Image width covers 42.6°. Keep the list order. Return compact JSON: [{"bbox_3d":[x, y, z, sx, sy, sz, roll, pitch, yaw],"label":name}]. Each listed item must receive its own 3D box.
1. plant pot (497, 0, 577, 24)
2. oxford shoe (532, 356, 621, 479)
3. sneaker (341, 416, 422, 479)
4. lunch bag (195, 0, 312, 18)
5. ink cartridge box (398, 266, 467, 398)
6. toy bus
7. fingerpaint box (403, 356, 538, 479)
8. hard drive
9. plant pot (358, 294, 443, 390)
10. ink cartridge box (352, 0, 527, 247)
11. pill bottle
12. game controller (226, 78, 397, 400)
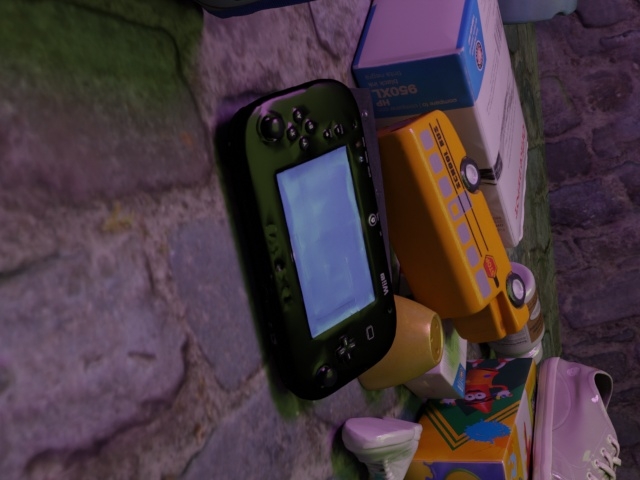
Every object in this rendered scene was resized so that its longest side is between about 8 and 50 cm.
[{"bbox_3d":[0.374,-0.610,1.595,0.341,0.341,0.334,-53,142,-57],"label":"plant pot"},{"bbox_3d":[0.410,0.366,1.305,0.449,0.130,0.169,-69,149,-46],"label":"oxford shoe"},{"bbox_3d":[0.081,0.274,1.036,0.212,0.080,0.094,29,71,-65],"label":"sneaker"},{"bbox_3d":[0.004,-0.306,0.549,0.328,0.385,0.239,4,82,-68],"label":"lunch bag"},{"bbox_3d":[0.176,0.116,1.272,0.134,0.078,0.231,48,44,-54],"label":"ink cartridge box"},{"bbox_3d":[0.171,-0.007,1.132,0.130,0.108,0.333,-35,106,-47],"label":"toy bus"},{"bbox_3d":[0.271,0.466,1.328,0.371,0.163,0.445,-38,120,-64],"label":"fingerpaint box"},{"bbox_3d":[0.031,-0.054,0.990,0.172,0.054,0.255,-24,108,-66],"label":"hard drive"},{"bbox_3d":[0.109,0.132,1.090,0.134,0.095,0.134,-4,90,-67],"label":"plant pot"},{"bbox_3d":[0.209,-0.212,1.296,0.395,0.166,0.286,63,33,-41],"label":"ink cartridge box"},{"bbox_3d":[0.403,0.167,1.735,0.131,0.131,0.229,-70,148,-44],"label":"pill bottle"},{"bbox_3d":[0.000,0.000,0.845,0.166,0.067,0.319,-23,111,-31],"label":"game controller"}]
